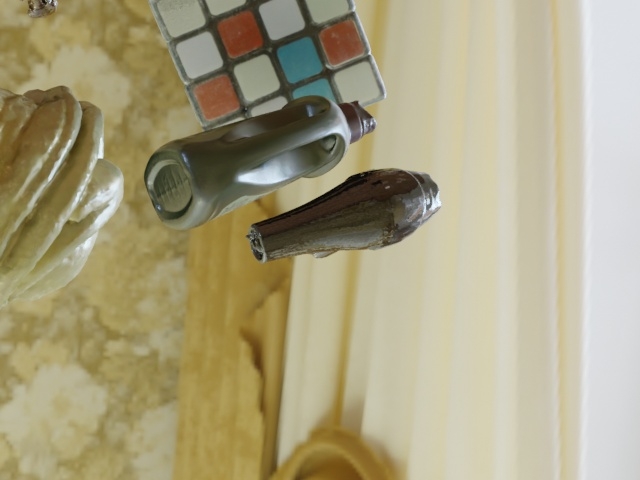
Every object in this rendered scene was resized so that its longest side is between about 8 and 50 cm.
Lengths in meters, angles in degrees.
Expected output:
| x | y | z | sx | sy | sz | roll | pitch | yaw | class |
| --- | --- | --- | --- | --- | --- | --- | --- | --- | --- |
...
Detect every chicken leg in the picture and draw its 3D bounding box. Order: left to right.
| x | y | z | sx | sy | sz | roll | pitch | yaw | class |
| --- | --- | --- | --- | --- | --- | --- | --- | --- | --- |
| -0.507 | -0.439 | 2.075 | 0.107 | 0.087 | 0.251 | -8 | 171 | 4 | chicken leg |

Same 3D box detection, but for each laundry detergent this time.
| x | y | z | sx | sy | sz | roll | pitch | yaw | class |
| --- | --- | --- | --- | --- | --- | --- | --- | --- | --- |
| -0.037 | -0.080 | 1.079 | 0.221 | 0.078 | 0.144 | -22 | 179 | -26 | laundry detergent |

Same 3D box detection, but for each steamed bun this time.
| x | y | z | sx | sy | sz | roll | pitch | yaw | class |
| --- | --- | --- | --- | --- | --- | --- | --- | --- | --- |
| -0.402 | -0.029 | 1.439 | 0.230 | 0.325 | 0.372 | 53 | -142 | 11 | steamed bun |

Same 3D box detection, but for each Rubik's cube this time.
| x | y | z | sx | sy | sz | roll | pitch | yaw | class |
| --- | --- | --- | --- | --- | --- | --- | --- | --- | --- |
| -0.080 | -0.281 | 1.708 | 0.253 | 0.256 | 0.259 | -23 | -164 | -2 | Rubik's cube |

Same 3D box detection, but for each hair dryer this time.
| x | y | z | sx | sy | sz | roll | pitch | yaw | class |
| --- | --- | --- | --- | --- | --- | --- | --- | --- | --- |
| 0.000 | 0.000 | 1.467 | 0.235 | 0.091 | 0.271 | -17 | 170 | -22 | hair dryer |
